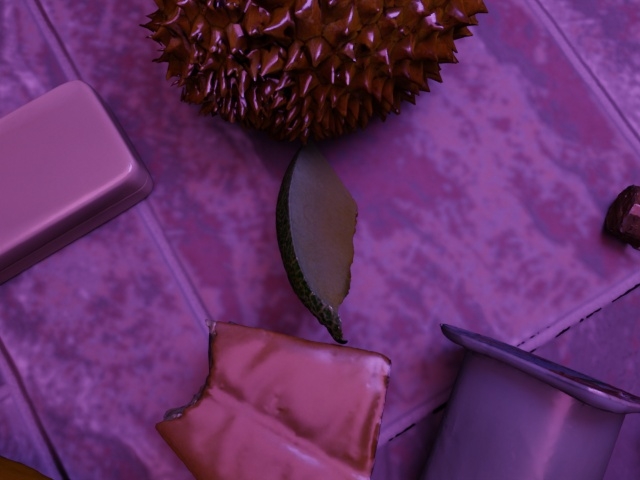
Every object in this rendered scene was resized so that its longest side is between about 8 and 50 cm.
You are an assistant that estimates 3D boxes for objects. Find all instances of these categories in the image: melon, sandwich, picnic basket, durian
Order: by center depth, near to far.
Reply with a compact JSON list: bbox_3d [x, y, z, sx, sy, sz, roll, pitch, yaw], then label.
[{"bbox_3d":[-0.052,0.202,0.551,0.198,0.155,0.227,11,79,4],"label":"sandwich"},{"bbox_3d":[0.005,-0.286,0.575,0.348,0.347,0.384,17,106,3],"label":"durian"},{"bbox_3d":[0.001,0.000,0.588,0.114,0.261,0.053,33,124,-29],"label":"melon"},{"bbox_3d":[0.372,-0.021,0.637,0.083,0.072,0.072,24,80,4],"label":"picnic basket"}]

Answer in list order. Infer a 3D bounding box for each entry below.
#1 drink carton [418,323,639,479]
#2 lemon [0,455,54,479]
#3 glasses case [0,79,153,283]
[{"bbox_3d":[0.186,0.198,0.542,0.191,0.185,0.189,20,94,44],"label":"drink carton"},{"bbox_3d":[-0.316,0.318,0.477,0.285,0.285,0.316,-24,53,-5],"label":"lemon"},{"bbox_3d":[-0.366,-0.035,0.635,0.336,0.076,0.144,-31,81,-6],"label":"glasses case"}]
